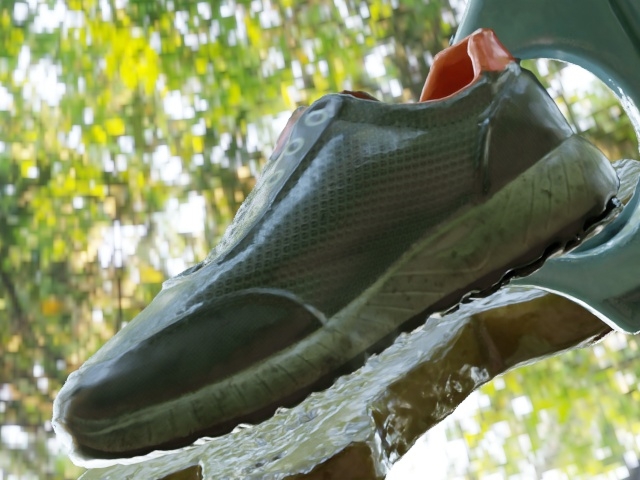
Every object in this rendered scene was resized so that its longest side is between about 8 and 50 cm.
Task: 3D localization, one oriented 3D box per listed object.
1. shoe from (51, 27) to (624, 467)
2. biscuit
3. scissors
[{"bbox_3d":[-0.002,0.000,0.577,0.194,0.074,0.077,-27,-90,-23],"label":"shoe"},{"bbox_3d":[0.044,0.047,0.812,0.197,0.301,0.049,-8,-69,49],"label":"biscuit"},{"bbox_3d":[0.068,-0.147,0.687,0.191,0.029,0.360,-29,-94,-2],"label":"scissors"}]
